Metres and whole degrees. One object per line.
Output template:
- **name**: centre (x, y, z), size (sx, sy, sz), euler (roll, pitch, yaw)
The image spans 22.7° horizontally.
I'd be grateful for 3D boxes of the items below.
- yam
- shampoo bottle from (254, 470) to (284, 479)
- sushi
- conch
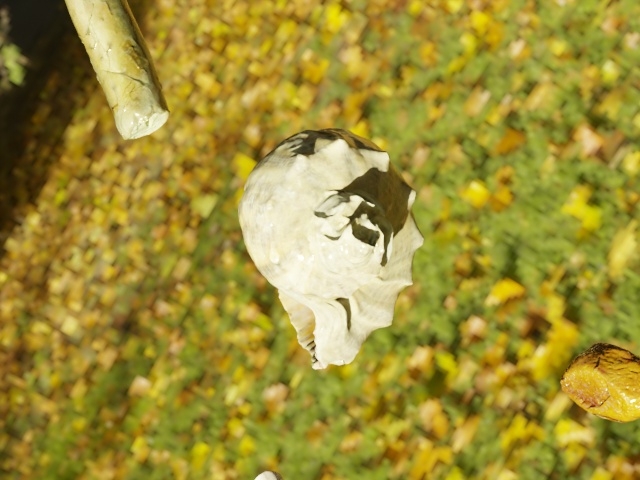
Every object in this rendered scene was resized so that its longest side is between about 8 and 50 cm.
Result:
- **yam**: centre (-0.237, -0.256, 1.700), size (0.067, 0.317, 0.071), euler (-22, -13, -5)
- **shampoo bottle**: centre (0.019, 0.336, 1.472), size (0.092, 0.092, 0.303), euler (-51, 53, 25)
- **sushi**: centre (0.205, 0.095, 1.093), size (0.047, 0.050, 0.099), euler (-31, 34, -29)
- **conch**: centre (0.015, -0.007, 1.465), size (0.159, 0.210, 0.291), euler (-28, 13, -2)
